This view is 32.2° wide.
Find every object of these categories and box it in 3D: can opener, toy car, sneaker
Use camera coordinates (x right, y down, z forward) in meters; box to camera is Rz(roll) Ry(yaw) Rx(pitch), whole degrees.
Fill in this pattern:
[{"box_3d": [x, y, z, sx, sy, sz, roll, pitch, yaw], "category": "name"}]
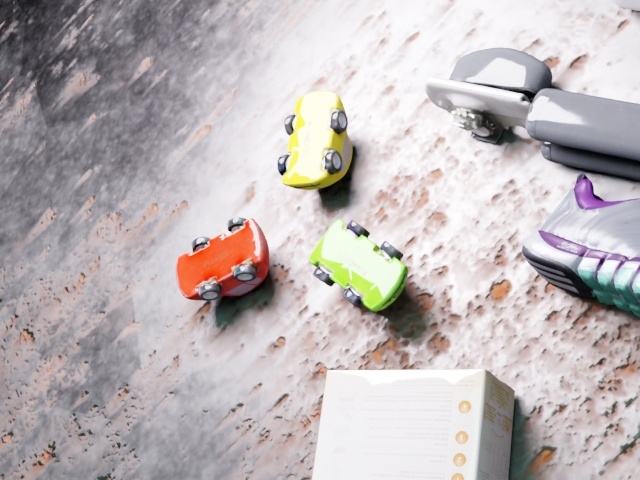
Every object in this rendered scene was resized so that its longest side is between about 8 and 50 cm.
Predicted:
[{"box_3d": [0.208, -0.107, 0.915, 0.280, 0.074, 0.093, 22, 80, 38], "category": "can opener"}, {"box_3d": [0.000, 0.000, 1.013, 0.225, 0.053, 0.239, 37, 91, 38], "category": "toy car"}, {"box_3d": [0.259, 0.011, 0.823, 0.224, 0.083, 0.098, 25, 78, 39], "category": "sneaker"}]

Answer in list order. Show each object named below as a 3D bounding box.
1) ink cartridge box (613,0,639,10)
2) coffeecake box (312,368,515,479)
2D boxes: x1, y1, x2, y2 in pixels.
[{"box_3d": [0.302, -0.309, 0.900, 0.093, 0.154, 0.212, 22, 80, 36], "category": "ink cartridge box"}, {"box_3d": [0.068, 0.198, 0.864, 0.142, 0.068, 0.185, -4, 66, 31], "category": "coffeecake box"}]
